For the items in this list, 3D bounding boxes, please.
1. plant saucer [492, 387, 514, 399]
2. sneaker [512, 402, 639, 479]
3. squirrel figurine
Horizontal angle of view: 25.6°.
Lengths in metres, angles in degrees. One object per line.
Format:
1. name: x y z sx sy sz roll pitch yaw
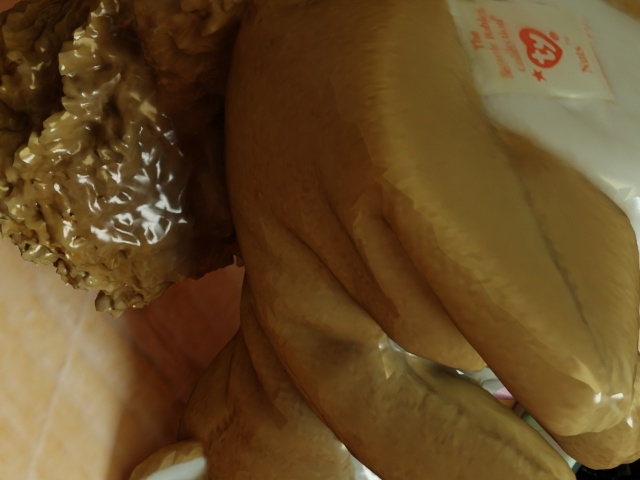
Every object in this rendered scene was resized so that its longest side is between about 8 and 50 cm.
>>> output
1. plant saucer: 0.103 -0.049 1.005 0.332 0.084 0.332 15 68 -43
2. sneaker: 0.193 0.156 0.991 0.256 0.151 0.094 -28 98 -47
3. squirrel figurine: 0.000 0.000 0.740 0.397 0.370 0.281 41 47 7
